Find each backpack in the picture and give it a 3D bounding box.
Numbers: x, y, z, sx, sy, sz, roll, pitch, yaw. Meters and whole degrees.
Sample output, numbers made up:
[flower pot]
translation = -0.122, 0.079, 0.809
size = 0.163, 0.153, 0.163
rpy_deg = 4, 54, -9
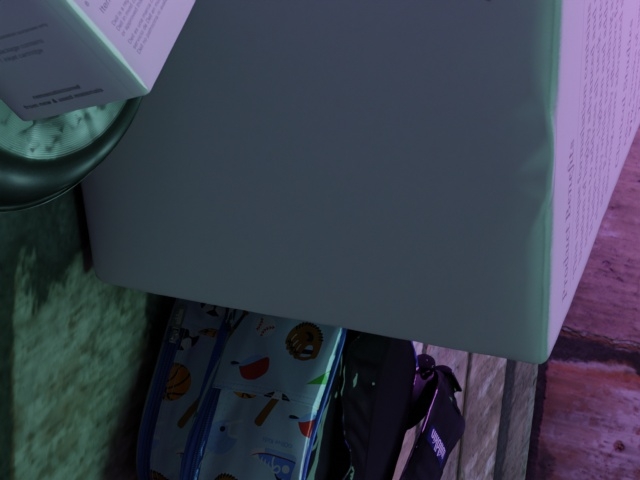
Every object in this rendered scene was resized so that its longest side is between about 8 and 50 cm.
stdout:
[backpack]
translation = -0.026, 0.156, 1.299
size = 0.276, 0.213, 0.263
rpy_deg = 57, 39, -57

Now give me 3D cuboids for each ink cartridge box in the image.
[ink cartridge box]
translation = -0.149, -0.186, 0.791
size = 0.212, 0.093, 0.154
rpy_deg = 49, 49, -36

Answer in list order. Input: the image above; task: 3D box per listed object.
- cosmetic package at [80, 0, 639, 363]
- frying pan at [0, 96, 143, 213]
[cosmetic package]
translation = 0.053, -0.182, 1.144
size = 0.393, 0.328, 0.329
rpy_deg = -58, 153, -48
[frying pan]
translation = -0.145, -0.172, 0.906
size = 0.197, 0.053, 0.326
rpy_deg = 18, 86, -48
